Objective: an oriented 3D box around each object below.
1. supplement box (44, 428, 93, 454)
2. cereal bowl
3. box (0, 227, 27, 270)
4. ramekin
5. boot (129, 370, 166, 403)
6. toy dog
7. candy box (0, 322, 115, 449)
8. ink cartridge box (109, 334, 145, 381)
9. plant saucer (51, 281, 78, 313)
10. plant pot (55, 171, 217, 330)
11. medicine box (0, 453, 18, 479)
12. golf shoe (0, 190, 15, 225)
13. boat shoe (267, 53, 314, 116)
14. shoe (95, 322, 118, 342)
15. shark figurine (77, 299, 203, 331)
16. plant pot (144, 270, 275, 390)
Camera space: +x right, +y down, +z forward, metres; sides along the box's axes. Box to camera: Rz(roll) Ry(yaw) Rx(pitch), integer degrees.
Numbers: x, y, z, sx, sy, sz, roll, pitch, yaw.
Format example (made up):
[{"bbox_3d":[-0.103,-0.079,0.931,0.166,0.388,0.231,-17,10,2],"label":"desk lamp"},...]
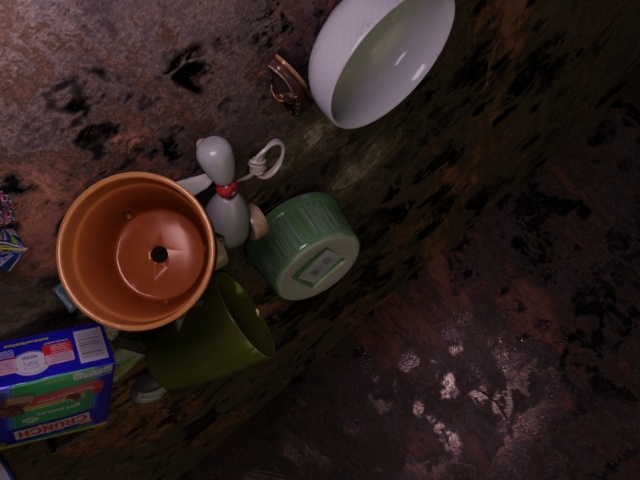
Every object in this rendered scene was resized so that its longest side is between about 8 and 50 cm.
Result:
[{"bbox_3d":[-0.684,0.477,2.046,0.130,0.073,0.239,-27,158,-35],"label":"supplement box"},{"bbox_3d":[0.101,-0.396,1.508,0.339,0.141,0.339,-39,160,-17],"label":"cereal bowl"},{"bbox_3d":[-0.583,0.013,1.265,0.059,0.054,0.169,-47,159,16],"label":"box"},{"bbox_3d":[-0.038,0.026,2.075,0.303,0.148,0.303,-26,149,-17],"label":"ramekin"},{"bbox_3d":[-0.456,0.381,2.260,0.258,0.095,0.123,-31,154,-48],"label":"boot"},{"bbox_3d":[-0.219,-0.102,1.615,0.220,0.161,0.333,-19,137,-40],"label":"toy dog"},{"bbox_3d":[-0.619,0.335,1.703,0.268,0.122,0.317,-10,148,-27],"label":"candy box"},{"bbox_3d":[-0.533,0.310,1.980,0.109,0.062,0.209,-41,161,-1],"label":"ink cartridge box"},{"bbox_3d":[-0.466,0.069,1.581,0.192,0.067,0.018,-38,-176,-7],"label":"plant saucer"},{"bbox_3d":[-0.334,0.025,1.463,0.291,0.291,0.203,-40,177,-2],"label":"plant pot"},{"bbox_3d":[-0.830,0.684,1.934,0.149,0.263,0.289,-31,159,-26],"label":"medicine box"},{"bbox_3d":[-0.562,-0.051,1.174,0.086,0.067,0.186,-19,169,22],"label":"golf shoe"},{"bbox_3d":[-0.064,-0.303,1.515,0.073,0.073,0.207,-44,160,3],"label":"boat shoe"},{"bbox_3d":[-0.531,0.239,1.838,0.219,0.058,0.076,-43,161,5],"label":"shoe"},{"bbox_3d":[-0.409,0.099,1.663,0.116,0.278,0.166,-77,165,-56],"label":"shark figurine"},{"bbox_3d":[-0.321,0.275,2.052,0.293,0.274,0.275,-33,161,7],"label":"plant pot"}]
